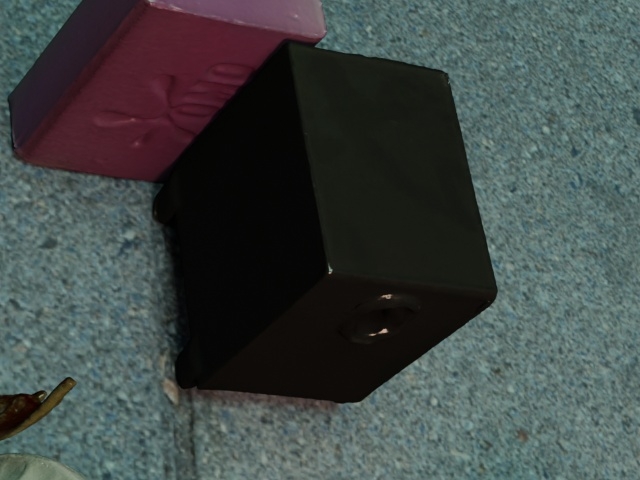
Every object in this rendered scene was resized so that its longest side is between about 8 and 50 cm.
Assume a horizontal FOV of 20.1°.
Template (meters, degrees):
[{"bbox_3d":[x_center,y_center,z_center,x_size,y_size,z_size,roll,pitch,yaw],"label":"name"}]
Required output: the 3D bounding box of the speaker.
[{"bbox_3d":[0.000,0.000,1.559,0.184,0.254,0.232,8,57,-31],"label":"speaker"}]

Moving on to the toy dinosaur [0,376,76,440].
[{"bbox_3d":[-0.316,0.067,1.294,0.207,0.112,0.327,-10,33,-36],"label":"toy dinosaur"}]

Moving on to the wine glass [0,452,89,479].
[{"bbox_3d":[-0.247,0.218,1.244,0.165,0.165,0.196,68,11,18],"label":"wine glass"}]

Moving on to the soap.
[{"bbox_3d":[-0.135,-0.151,1.556,0.181,0.259,0.081,7,59,-34],"label":"soap"}]
